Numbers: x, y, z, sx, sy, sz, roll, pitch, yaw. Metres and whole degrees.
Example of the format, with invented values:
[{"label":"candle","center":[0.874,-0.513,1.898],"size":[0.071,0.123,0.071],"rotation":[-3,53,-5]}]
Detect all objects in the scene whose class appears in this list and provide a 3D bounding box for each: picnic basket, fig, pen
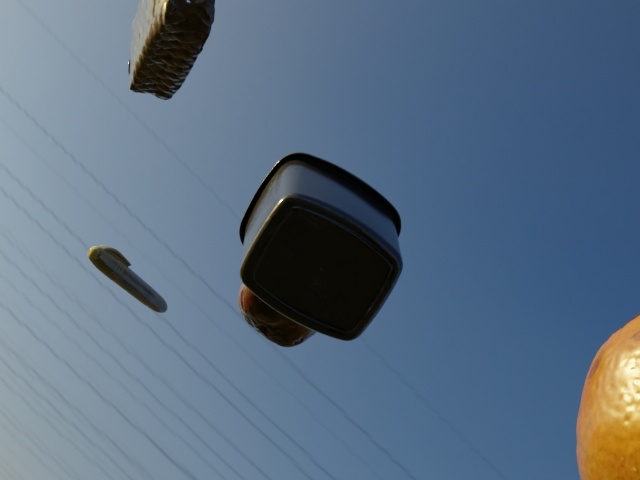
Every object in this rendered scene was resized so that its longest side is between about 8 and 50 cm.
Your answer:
[{"label":"picnic basket","center":[-0.158,-0.223,0.764],"size":[0.193,0.055,0.110],"rotation":[149,-58,-63]},{"label":"fig","center":[-0.028,0.080,1.274],"size":[0.143,0.231,0.160],"rotation":[45,-17,49]},{"label":"pen","center":[-0.285,0.060,1.129],"size":[0.032,0.040,0.233],"rotation":[21,-17,22]}]

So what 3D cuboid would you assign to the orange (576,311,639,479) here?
[{"label":"orange","center":[0.273,0.137,0.464],"size":[0.224,0.224,0.170],"rotation":[52,-30,-9]}]

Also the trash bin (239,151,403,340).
[{"label":"trash bin","center":[0.000,0.000,0.997],"size":[0.210,0.290,0.182],"rotation":[32,-78,-8]}]
